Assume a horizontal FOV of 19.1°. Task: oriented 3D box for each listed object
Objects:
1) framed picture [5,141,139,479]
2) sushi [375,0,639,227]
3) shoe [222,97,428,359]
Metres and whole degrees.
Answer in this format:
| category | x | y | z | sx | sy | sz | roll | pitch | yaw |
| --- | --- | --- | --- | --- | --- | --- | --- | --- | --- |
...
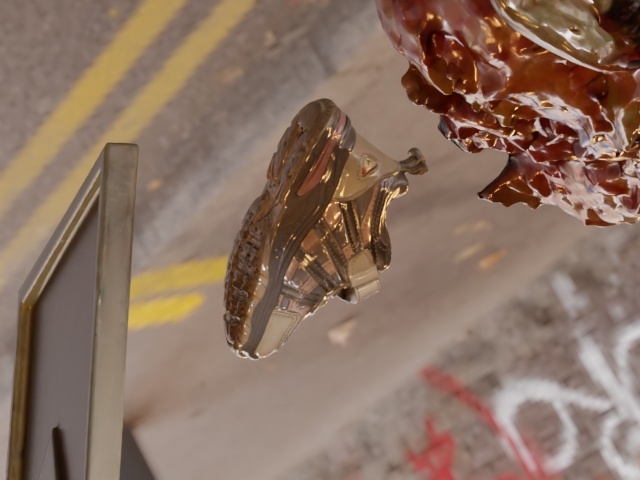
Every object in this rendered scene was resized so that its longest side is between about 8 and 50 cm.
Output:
| category | x | y | z | sx | sy | sz | roll | pitch | yaw |
| --- | --- | --- | --- | --- | --- | --- | --- | --- | --- |
| framed picture | -0.187 | 0.192 | 1.348 | 0.028 | 0.446 | 0.326 | 8 | 158 | -17 |
| sushi | 0.149 | -0.119 | 0.995 | 0.343 | 0.196 | 0.182 | 36 | 73 | -62 |
| shoe | 0.000 | 0.000 | 1.259 | 0.180 | 0.092 | 0.089 | -68 | -162 | 9 |
